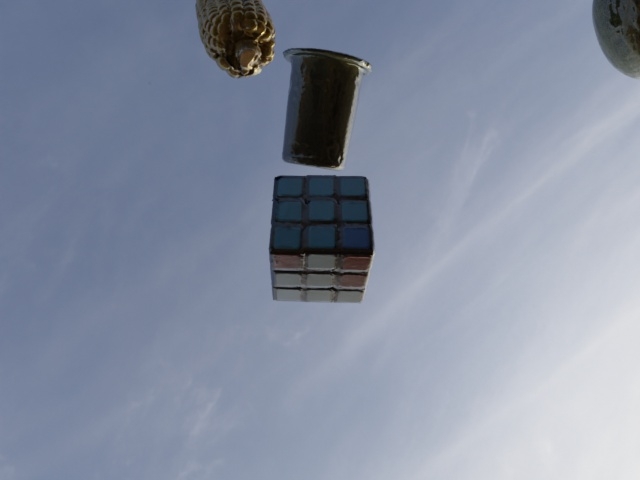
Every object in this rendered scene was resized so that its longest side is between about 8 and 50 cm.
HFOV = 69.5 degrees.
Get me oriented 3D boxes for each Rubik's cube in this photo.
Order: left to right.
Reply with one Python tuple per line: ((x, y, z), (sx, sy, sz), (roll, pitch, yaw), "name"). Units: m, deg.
((0.000, 0.000, 0.773), (0.162, 0.160, 0.163), (1, -36, -2), "Rubik's cube")

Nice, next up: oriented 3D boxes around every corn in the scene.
((-0.163, -0.408, 0.844), (0.130, 0.347, 0.130), (-13, -41, -11), "corn")

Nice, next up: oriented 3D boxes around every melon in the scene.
((0.810, -0.564, 1.126), (0.248, 0.248, 0.329), (-21, -77, -13), "melon")

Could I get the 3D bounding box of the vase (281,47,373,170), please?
((-0.006, -0.343, 1.248), (0.245, 0.245, 0.291), (7, -79, -22), "vase")
